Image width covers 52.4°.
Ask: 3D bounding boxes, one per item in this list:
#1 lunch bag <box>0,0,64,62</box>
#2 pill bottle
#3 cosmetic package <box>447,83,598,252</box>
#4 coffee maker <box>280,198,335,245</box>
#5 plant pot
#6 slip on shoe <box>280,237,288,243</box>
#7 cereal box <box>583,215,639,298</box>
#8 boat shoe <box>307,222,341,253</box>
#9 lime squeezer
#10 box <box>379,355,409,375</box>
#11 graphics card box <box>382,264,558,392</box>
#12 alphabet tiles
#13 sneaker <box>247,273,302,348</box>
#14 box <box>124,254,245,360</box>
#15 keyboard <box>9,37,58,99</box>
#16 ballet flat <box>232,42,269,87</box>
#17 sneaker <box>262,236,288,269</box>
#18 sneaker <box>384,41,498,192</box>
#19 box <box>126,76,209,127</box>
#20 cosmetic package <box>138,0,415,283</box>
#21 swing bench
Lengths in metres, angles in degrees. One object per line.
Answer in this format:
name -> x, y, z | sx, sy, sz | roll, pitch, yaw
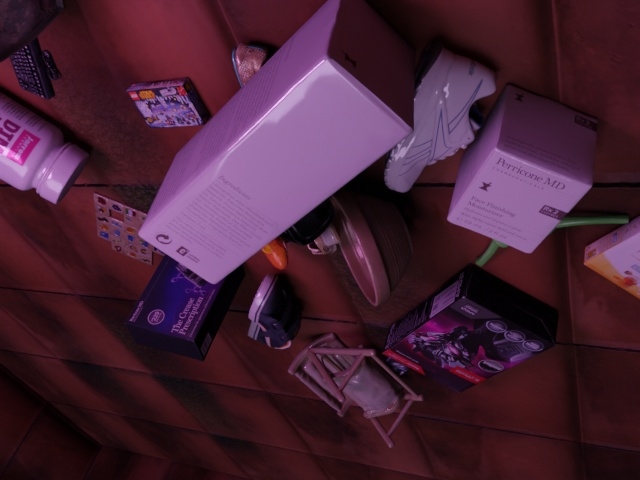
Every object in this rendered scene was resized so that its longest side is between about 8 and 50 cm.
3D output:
lunch bag -> -0.590, -0.387, 1.018 | 0.235, 0.287, 0.169 | 23, 145, 1
pill bottle -> -0.659, -0.208, 1.398 | 0.283, 0.160, 0.160 | 32, 144, -14
cosmetic package -> 0.310, -0.108, 1.011 | 0.151, 0.151, 0.184 | 21, 145, 0
coffee maker -> -0.054, -0.059, 1.265 | 0.171, 0.120, 0.178 | 30, 175, -34
plant pot -> 0.105, -0.002, 1.257 | 0.110, 0.237, 0.237 | -23, 139, -8
slip on shoe -> -0.073, -0.012, 1.439 | 0.135, 0.041, 0.051 | -4, 137, 32
cereal box -> 0.602, 0.017, 1.107 | 0.173, 0.047, 0.240 | 30, 144, -10
boat shoe -> 0.000, 0.000, 1.354 | 0.170, 0.059, 0.063 | 112, 134, -78
lime squeezer -> 0.385, -0.009, 1.184 | 0.110, 0.059, 0.310 | 41, 140, -24
box -> 0.205, 0.333, 1.762 | 0.067, 0.018, 0.083 | 24, 145, -1
graphics card box -> 0.327, 0.214, 1.478 | 0.233, 0.094, 0.371 | 29, 143, -9
alphabet tiles -> -0.489, -0.017, 1.688 | 0.198, 0.009, 0.237 | 22, 145, -1
sneaker -> -0.107, 0.186, 1.651 | 0.127, 0.126, 0.321 | 24, 156, 5
box -> -0.323, 0.139, 1.583 | 0.184, 0.261, 0.103 | 10, 143, 16
keyboard -> -0.570, -0.353, 1.279 | 0.108, 0.023, 0.180 | 18, 145, 6
ballet flat -> -0.095, -0.246, 1.124 | 0.067, 0.073, 0.206 | 1, 143, 14
sneaker -> -0.128, -0.009, 1.404 | 0.064, 0.067, 0.175 | -21, 104, 39
sneaker -> 0.182, -0.171, 1.043 | 0.129, 0.111, 0.297 | 17, 146, -2
box -> -0.291, -0.261, 1.244 | 0.137, 0.027, 0.094 | 1, 139, 27
cosmetic package -> -0.072, -0.148, 1.012 | 0.161, 0.230, 0.453 | 37, 129, -23
swing bench -> 0.093, 0.389, 1.761 | 0.253, 0.165, 0.254 | 47, 162, -31
